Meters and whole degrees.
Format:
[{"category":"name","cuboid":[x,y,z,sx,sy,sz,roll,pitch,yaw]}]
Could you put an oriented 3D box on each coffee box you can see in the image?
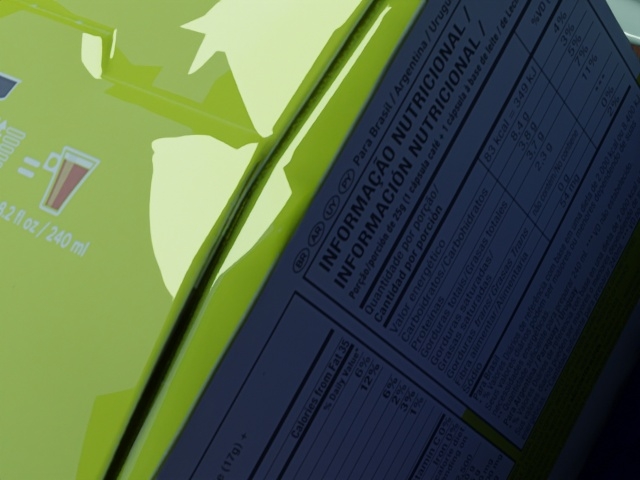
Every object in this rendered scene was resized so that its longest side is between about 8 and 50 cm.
[{"category":"coffee box","cuboid":[-0.057,0.004,0.739,0.338,0.334,0.338,23,80,36]}]

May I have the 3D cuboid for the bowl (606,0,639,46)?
[{"category":"bowl","cuboid":[0.238,-0.219,0.735,0.298,0.134,0.297,-8,76,33]}]
